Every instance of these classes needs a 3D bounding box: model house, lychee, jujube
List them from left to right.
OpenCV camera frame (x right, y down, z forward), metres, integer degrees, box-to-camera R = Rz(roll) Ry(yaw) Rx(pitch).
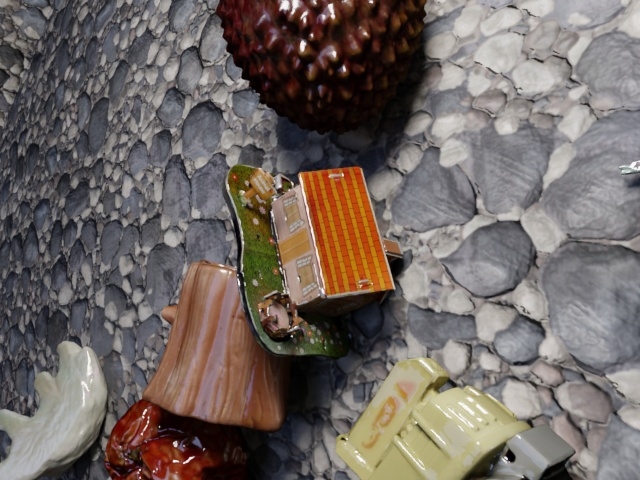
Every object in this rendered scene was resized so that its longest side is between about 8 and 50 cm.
[{"bbox_3d":[-0.229,0.352,0.915,0.232,0.213,0.212,12,88,40],"label":"jujube"},{"bbox_3d":[0.001,0.001,0.781,0.154,0.207,0.293,-29,62,31],"label":"model house"},{"bbox_3d":[0.004,-0.319,0.804,0.306,0.306,0.329,11,115,44],"label":"lychee"}]

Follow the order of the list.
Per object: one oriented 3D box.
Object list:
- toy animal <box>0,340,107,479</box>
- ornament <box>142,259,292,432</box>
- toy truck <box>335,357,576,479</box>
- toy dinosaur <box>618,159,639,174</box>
[{"bbox_3d":[-0.586,0.403,1.283,0.267,0.188,0.307,-13,59,18],"label":"toy animal"},{"bbox_3d":[-0.127,0.153,0.861,0.236,0.221,0.217,9,83,31],"label":"ornament"},{"bbox_3d":[0.094,0.338,0.631,0.254,0.181,0.405,45,110,37],"label":"toy truck"},{"bbox_3d":[0.403,-0.100,0.546,0.209,0.039,0.082,-10,72,40],"label":"toy dinosaur"}]
